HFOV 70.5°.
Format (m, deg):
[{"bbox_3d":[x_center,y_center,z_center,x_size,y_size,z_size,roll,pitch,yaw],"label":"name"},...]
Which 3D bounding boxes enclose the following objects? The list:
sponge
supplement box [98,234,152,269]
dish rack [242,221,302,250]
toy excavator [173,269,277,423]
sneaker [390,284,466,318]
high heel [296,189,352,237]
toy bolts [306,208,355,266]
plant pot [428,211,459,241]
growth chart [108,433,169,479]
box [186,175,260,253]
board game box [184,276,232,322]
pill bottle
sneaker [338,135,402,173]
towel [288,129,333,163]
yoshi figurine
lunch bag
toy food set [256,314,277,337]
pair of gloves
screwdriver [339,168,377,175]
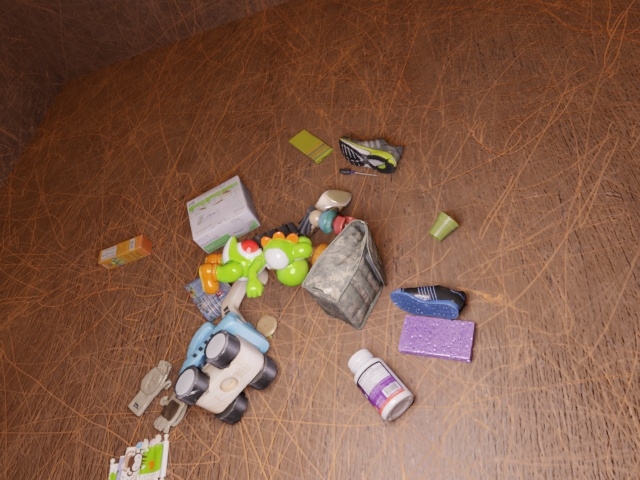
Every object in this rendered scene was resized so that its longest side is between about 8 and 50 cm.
[{"bbox_3d":[0.345,0.289,1.348,0.209,0.031,0.117,2,57,27],"label":"sponge"},{"bbox_3d":[-0.885,0.056,2.055,0.233,0.078,0.080,-18,54,13],"label":"supplement box"},{"bbox_3d":[-0.226,0.010,1.702,0.208,0.074,0.271,-23,2,-43],"label":"dish rack"},{"bbox_3d":[-0.309,0.304,1.534,0.433,0.222,0.445,-48,34,0],"label":"toy excavator"},{"bbox_3d":[0.335,0.180,1.409,0.232,0.082,0.090,9,37,37],"label":"sneaker"},{"bbox_3d":[0.010,-0.098,1.764,0.261,0.186,0.093,-29,69,-39],"label":"high heel"},{"bbox_3d":[0.000,0.000,1.559,0.158,0.218,0.229,17,96,29],"label":"toy bolts"},{"bbox_3d":[0.409,-0.041,1.529,0.079,0.083,0.083,-51,51,2],"label":"plant pot"},{"bbox_3d":[-0.594,0.739,1.474,0.237,0.021,0.172,-25,49,6],"label":"growth chart"},{"bbox_3d":[-0.415,-0.113,1.923,0.261,0.127,0.231,-28,51,4],"label":"box"},{"bbox_3d":[-0.402,0.183,1.751,0.194,0.060,0.194,-43,50,-7],"label":"board game box"},{"bbox_3d":[0.165,0.407,1.298,0.108,0.108,0.193,-40,50,-6],"label":"pill bottle"},{"bbox_3d":[0.202,-0.365,1.844,0.299,0.111,0.121,28,62,31],"label":"sneaker"},{"bbox_3d":[-0.044,-0.426,2.045,0.102,0.021,0.237,-38,49,-11],"label":"towel"},{"bbox_3d":[-0.190,0.098,1.480,0.361,0.203,0.204,-14,68,6],"label":"yoshi figurine"},{"bbox_3d":[0.107,0.103,1.455,0.168,0.235,0.287,20,68,32],"label":"lunch bag"},{"bbox_3d":[-0.190,0.303,1.594,0.083,0.020,0.083,16,65,32],"label":"toy food set"},{"bbox_3d":[-0.541,0.538,1.577,0.240,0.042,0.204,13,67,33],"label":"pair of gloves"},{"bbox_3d":[0.153,-0.278,1.846,0.169,0.024,0.025,7,89,27],"label":"screwdriver"}]
